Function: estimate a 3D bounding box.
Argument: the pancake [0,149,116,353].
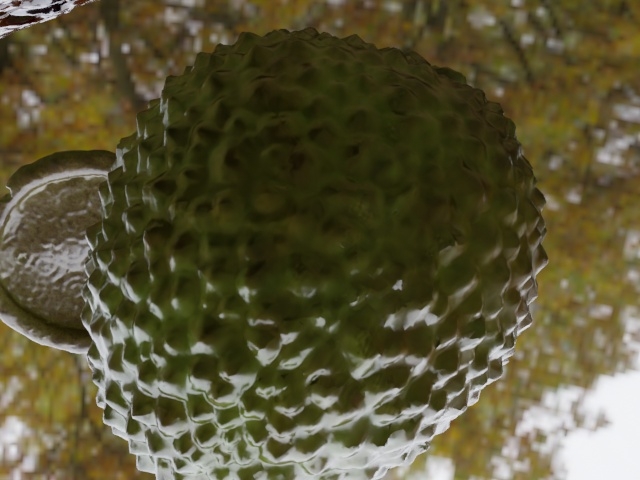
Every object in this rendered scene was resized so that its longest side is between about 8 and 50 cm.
[{"bbox_3d":[-0.202,0.011,1.590,0.199,0.199,0.021,3,-159,-7],"label":"pancake"}]

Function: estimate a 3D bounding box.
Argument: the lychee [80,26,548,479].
[{"bbox_3d":[-0.003,0.009,1.043,0.270,0.270,0.320,8,-112,1],"label":"lychee"}]

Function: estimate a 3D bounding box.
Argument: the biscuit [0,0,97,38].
[{"bbox_3d":[-0.116,-0.134,0.854,0.192,0.049,0.192,-20,-175,2],"label":"biscuit"}]
